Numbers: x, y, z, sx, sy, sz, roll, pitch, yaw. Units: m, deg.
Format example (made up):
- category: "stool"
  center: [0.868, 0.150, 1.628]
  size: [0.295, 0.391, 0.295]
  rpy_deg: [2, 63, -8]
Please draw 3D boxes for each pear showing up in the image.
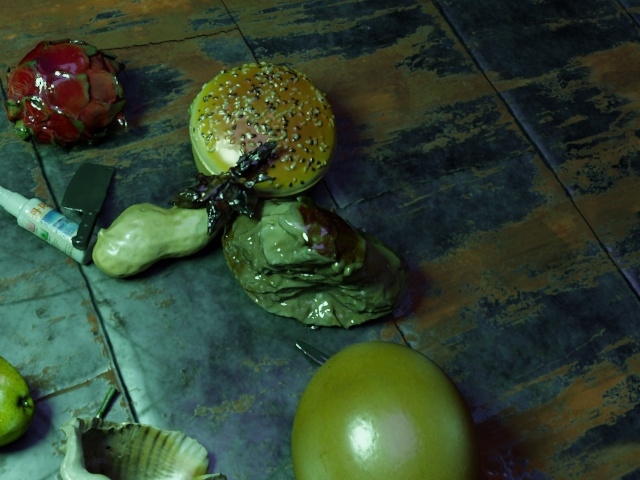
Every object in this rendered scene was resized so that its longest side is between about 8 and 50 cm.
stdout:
- category: "pear"
  center: [-0.501, 0.246, 1.261]
  size: [0.141, 0.141, 0.104]
  rpy_deg: [36, 41, 9]

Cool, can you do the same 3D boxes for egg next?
- category: "egg"
  center: [0.098, 0.325, 1.275]
  size: [0.282, 0.283, 0.351]
  rpy_deg: [0, 61, -14]

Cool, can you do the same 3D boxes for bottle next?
- category: "bottle"
  center: [-0.489, -0.035, 1.485]
  size: [0.217, 0.060, 0.060]
  rpy_deg: [30, 57, 5]

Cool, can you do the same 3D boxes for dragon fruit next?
- category: "dragon fruit"
  center: [-0.462, -0.280, 1.576]
  size: [0.192, 0.193, 0.274]
  rpy_deg: [23, 51, 33]

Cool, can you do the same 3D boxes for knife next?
- category: "knife"
  center: [-0.421, -0.067, 1.506]
  size: [0.072, 0.019, 0.245]
  rpy_deg: [8, 37, -7]

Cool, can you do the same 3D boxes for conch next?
- category: "conch"
  center: [-0.285, 0.378, 1.215]
  size: [0.186, 0.324, 0.263]
  rpy_deg: [-34, 70, 19]

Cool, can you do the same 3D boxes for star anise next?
- category: "star anise"
  center: [-0.156, -0.078, 1.452]
  size: [0.212, 0.053, 0.157]
  rpy_deg: [-19, 56, 3]

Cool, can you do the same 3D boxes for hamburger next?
- category: "hamburger"
  center: [-0.111, -0.205, 1.612]
  size: [0.300, 0.176, 0.300]
  rpy_deg: [7, 59, -11]

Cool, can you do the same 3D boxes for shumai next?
- category: "shumai"
  center: [0.001, -0.002, 1.451]
  size: [0.345, 0.283, 0.217]
  rpy_deg: [19, 60, 3]

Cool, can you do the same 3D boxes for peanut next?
- category: "peanut"
  center: [-0.275, -0.014, 1.495]
  size: [0.263, 0.117, 0.101]
  rpy_deg: [-18, 33, -25]

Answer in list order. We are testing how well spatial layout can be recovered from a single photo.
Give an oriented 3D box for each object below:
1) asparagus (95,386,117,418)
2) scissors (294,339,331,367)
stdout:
- category: "asparagus"
  center: [-0.365, 0.302, 1.335]
  size: [0.016, 0.016, 0.163]
  rpy_deg: [21, 58, 11]
- category: "scissors"
  center: [0.046, 0.238, 1.475]
  size: [0.220, 0.017, 0.088]
  rpy_deg: [34, 58, 9]
